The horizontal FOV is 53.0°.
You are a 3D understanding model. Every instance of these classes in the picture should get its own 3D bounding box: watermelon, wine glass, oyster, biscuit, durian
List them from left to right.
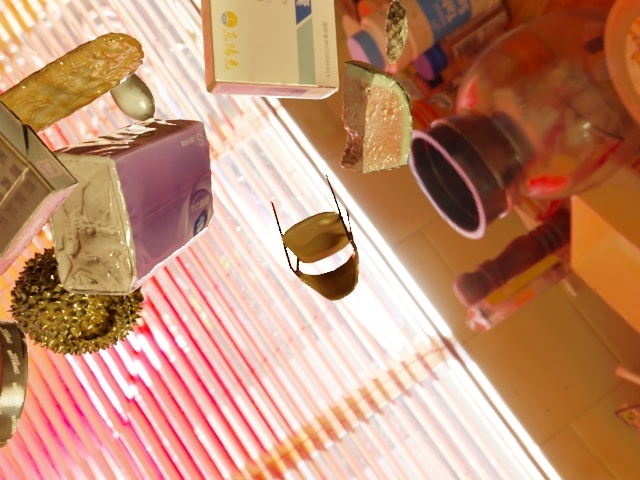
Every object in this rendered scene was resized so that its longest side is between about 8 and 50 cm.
[{"bbox_3d":[-0.369,-0.225,0.940,0.029,0.247,0.118,60,-176,9],"label":"biscuit"},{"bbox_3d":[-0.542,0.143,1.439,0.293,0.258,0.258,11,-177,-11],"label":"durian"},{"bbox_3d":[-0.489,-0.371,1.716,0.222,0.103,0.103,55,175,-14],"label":"wine glass"},{"bbox_3d":[0.125,-0.270,1.492,0.148,0.226,0.318,20,155,23],"label":"watermelon"},{"bbox_3d":[0.137,-0.406,1.227,0.098,0.037,0.100,105,159,-62],"label":"oyster"}]

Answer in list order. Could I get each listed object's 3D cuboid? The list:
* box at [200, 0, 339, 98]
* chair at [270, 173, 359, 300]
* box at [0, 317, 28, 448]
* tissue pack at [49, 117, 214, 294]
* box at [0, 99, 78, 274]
[{"bbox_3d":[-0.080,-0.391,0.958,0.065,0.200,0.343,175,92,-65],"label":"box"},{"bbox_3d":[0.000,0.000,1.519,0.172,0.159,0.246,54,-165,-39],"label":"chair"},{"bbox_3d":[-0.420,0.160,0.716,0.135,0.151,0.151,9,-149,-42],"label":"box"},{"bbox_3d":[-0.327,-0.074,1.155,0.338,0.160,0.242,-56,-34,-65],"label":"tissue pack"},{"bbox_3d":[-0.423,-0.122,0.677,0.325,0.180,0.047,47,-151,-5],"label":"box"}]
